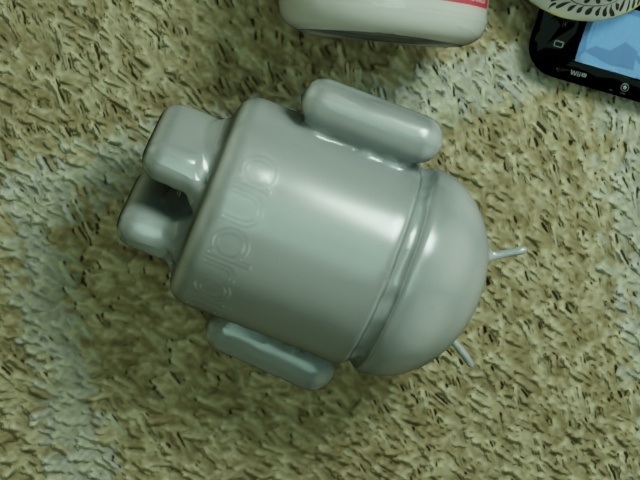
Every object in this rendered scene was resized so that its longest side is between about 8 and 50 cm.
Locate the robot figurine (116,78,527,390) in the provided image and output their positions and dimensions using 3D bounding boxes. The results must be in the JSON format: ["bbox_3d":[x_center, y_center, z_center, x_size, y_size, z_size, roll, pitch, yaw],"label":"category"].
[{"bbox_3d":[0.000,0.000,1.563,0.353,0.199,0.300,21,120,-5],"label":"robot figurine"}]

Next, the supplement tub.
[{"bbox_3d":[0.067,-0.317,1.550,0.191,0.191,0.272,5,93,-4],"label":"supplement tub"}]

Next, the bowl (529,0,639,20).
[{"bbox_3d":[0.250,-0.295,1.595,0.170,0.080,0.170,1,75,-3],"label":"bowl"}]

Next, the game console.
[{"bbox_3d":[0.375,-0.152,1.656,0.361,0.044,0.213,16,93,-4],"label":"game console"}]
